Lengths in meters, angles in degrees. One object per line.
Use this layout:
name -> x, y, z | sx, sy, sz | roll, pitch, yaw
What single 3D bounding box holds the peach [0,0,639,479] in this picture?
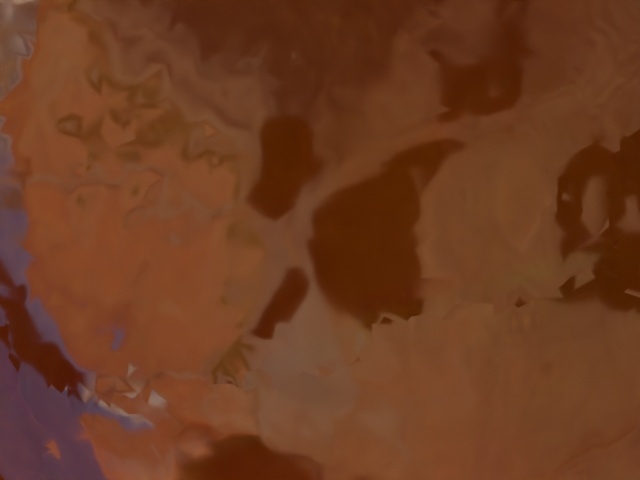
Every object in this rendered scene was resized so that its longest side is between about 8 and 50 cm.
peach -> 0.000, 0.000, 0.550 | 0.343, 0.343, 0.301 | -5, -82, -60
